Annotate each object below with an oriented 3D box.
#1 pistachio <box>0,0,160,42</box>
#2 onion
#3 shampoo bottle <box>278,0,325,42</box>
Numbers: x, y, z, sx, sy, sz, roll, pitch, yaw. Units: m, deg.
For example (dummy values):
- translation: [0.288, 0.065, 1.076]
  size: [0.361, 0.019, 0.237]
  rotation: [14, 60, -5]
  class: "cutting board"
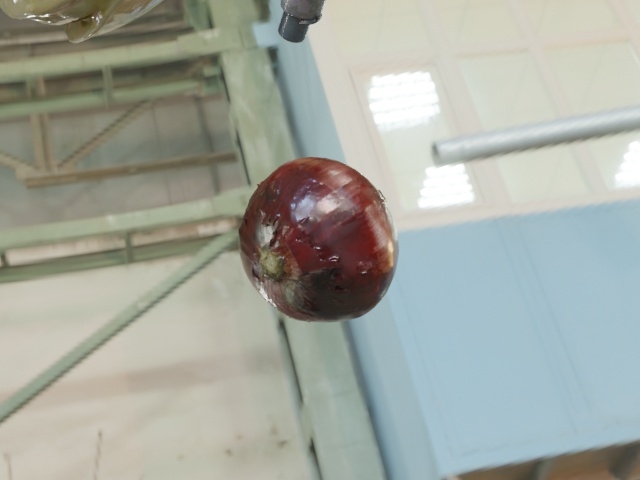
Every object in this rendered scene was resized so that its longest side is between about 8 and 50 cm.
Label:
- translation: [-0.215, -0.343, 1.202]
  size: [0.229, 0.238, 0.321]
  rotation: [26, -45, -31]
  class: "pistachio"
- translation: [0.000, 0.000, 0.869]
  size: [0.131, 0.131, 0.131]
  rotation: [-11, -33, -7]
  class: "onion"
- translation: [-0.013, -0.378, 1.653]
  size: [0.072, 0.072, 0.214]
  rotation: [0, -43, -22]
  class: "shampoo bottle"
